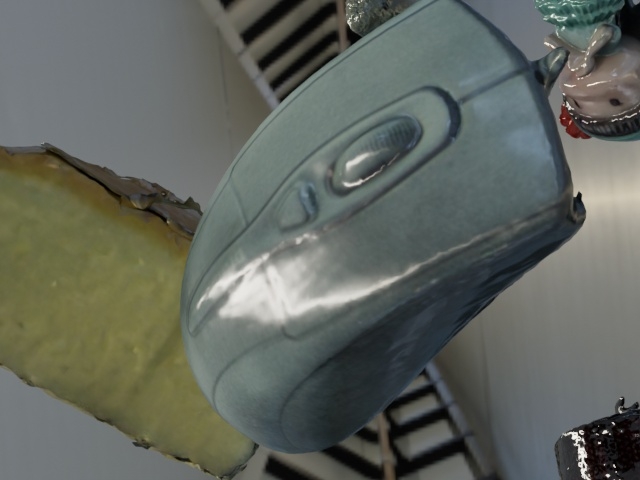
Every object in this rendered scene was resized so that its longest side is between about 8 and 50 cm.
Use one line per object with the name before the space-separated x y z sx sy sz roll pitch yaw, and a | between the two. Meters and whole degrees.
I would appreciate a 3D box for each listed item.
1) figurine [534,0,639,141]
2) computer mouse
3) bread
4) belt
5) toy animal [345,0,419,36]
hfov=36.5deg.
figurine | 0.271 -0.206 0.969 0.138 0.110 0.245 27 153 57
computer mouse | 0.008 0.003 0.612 0.371 0.122 0.188 -46 56 35
bread | -0.185 0.064 0.937 0.315 0.279 0.248 21 -83 -56
belt | 0.337 0.242 1.003 0.289 0.184 0.164 59 -159 -66
toy animal | 0.094 -0.280 1.161 0.253 0.070 0.079 -40 -64 -61
